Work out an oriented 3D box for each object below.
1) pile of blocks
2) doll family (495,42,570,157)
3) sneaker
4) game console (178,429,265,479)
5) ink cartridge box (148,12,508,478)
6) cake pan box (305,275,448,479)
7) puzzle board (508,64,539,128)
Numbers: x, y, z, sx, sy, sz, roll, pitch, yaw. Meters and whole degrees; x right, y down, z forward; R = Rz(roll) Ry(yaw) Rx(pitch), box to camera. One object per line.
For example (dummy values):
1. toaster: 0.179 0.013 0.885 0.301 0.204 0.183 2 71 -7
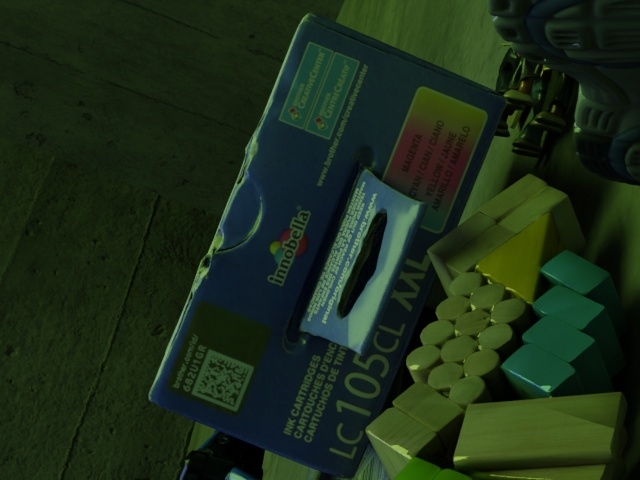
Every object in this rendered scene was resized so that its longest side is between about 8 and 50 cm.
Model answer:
1. pile of blocks: 0.109 0.115 0.825 0.112 0.149 0.362 63 -145 -32
2. doll family: 0.164 -0.131 1.126 0.193 0.076 0.111 132 153 -80
3. sneaker: 0.142 -0.121 0.658 0.297 0.111 0.129 51 -133 -67
4. game console: -0.034 0.300 1.142 0.250 0.173 0.293 -35 -42 -74
5. ink cartridge box: 0.000 0.000 1.083 0.395 0.151 0.270 -99 31 -88
6. cake pan box: 0.048 0.167 1.195 0.245 0.070 0.267 -81 13 -48
7. puzzle board: 0.181 -0.160 1.322 0.128 0.011 0.096 -83 14 -65
